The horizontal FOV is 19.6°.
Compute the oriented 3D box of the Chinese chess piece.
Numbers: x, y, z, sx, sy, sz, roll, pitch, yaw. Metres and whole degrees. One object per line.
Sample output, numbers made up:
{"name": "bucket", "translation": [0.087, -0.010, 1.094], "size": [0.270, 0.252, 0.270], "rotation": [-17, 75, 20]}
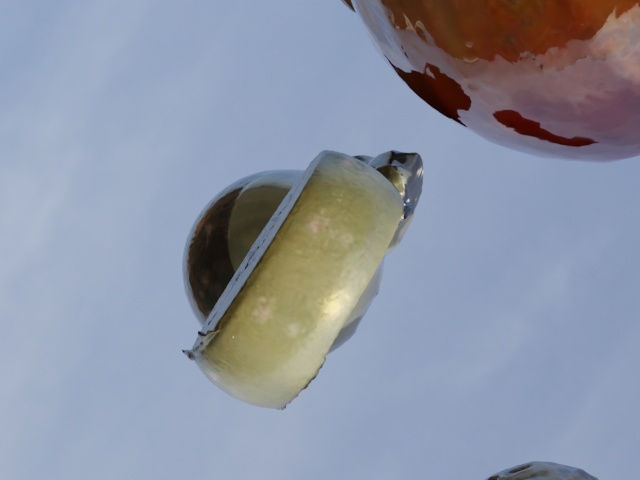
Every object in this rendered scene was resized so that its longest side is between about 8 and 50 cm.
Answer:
{"name": "Chinese chess piece", "translation": [-0.017, 0.026, 1.292], "size": [0.188, 0.083, 0.188], "rotation": [-58, -175, 7]}

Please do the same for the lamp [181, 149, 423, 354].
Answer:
{"name": "lamp", "translation": [0.006, -0.007, 1.653], "size": [0.314, 0.182, 0.182], "rotation": [-38, -130, 38]}

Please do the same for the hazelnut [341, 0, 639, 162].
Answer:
{"name": "hazelnut", "translation": [0.168, -0.249, 1.142], "size": [0.359, 0.359, 0.409], "rotation": [-2, -148, 45]}

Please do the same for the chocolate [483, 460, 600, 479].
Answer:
{"name": "chocolate", "translation": [0.112, 0.229, 1.343], "size": [0.110, 0.248, 0.110], "rotation": [51, -30, 44]}
